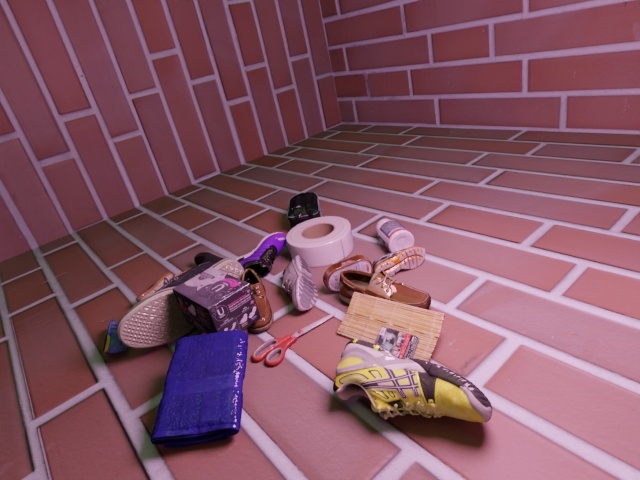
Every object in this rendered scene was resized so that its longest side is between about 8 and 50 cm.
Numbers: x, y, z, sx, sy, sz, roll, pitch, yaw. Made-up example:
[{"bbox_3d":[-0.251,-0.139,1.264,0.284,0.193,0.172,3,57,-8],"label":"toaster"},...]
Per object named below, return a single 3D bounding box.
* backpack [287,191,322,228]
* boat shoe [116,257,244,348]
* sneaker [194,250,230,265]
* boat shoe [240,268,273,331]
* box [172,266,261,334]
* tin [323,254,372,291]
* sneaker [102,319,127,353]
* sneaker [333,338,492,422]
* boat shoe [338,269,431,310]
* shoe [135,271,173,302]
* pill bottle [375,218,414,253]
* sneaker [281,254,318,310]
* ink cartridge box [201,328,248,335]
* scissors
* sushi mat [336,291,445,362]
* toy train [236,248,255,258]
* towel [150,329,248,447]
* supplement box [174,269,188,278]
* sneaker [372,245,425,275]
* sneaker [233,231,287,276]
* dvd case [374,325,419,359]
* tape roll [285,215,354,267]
[{"bbox_3d":[-0.074,-0.143,2.064,0.165,0.144,0.189,-11,49,7],"label":"backpack"},{"bbox_3d":[-0.500,0.216,1.536,0.155,0.187,0.500,0,27,43],"label":"boat shoe"},{"bbox_3d":[-0.493,0.111,1.838,0.221,0.083,0.118,6,32,32],"label":"sneaker"},{"bbox_3d":[-0.244,0.206,1.510,0.110,0.105,0.307,-18,27,-11],"label":"boat shoe"},{"bbox_3d":[-0.340,0.202,1.384,0.163,0.142,0.247,-32,31,-34],"label":"box"},{"bbox_3d":[0.101,0.120,1.523,0.189,0.106,0.040,-21,35,-14],"label":"tin"},{"bbox_3d":[-0.727,0.348,1.519,0.082,0.069,0.209,12,6,-26],"label":"sneaker"},{"bbox_3d":[0.204,0.362,1.001,0.384,0.145,0.147,6,53,39],"label":"sneaker"},{"bbox_3d":[0.192,0.164,1.375,0.323,0.120,0.122,6,32,33],"label":"boat shoe"},{"bbox_3d":[-0.686,0.208,1.781,0.076,0.058,0.219,-35,10,30],"label":"shoe"},{"bbox_3d":[0.293,-0.022,1.708,0.107,0.108,0.180,-17,27,-8],"label":"pill bottle"},{"bbox_3d":[-0.086,0.174,1.547,0.115,0.105,0.281,-40,24,15],"label":"sneaker"},{"bbox_3d":[-0.328,0.324,1.366,0.104,0.060,0.180,1,29,26],"label":"ink cartridge box"},{"bbox_3d":[-0.085,0.298,1.349,0.108,0.021,0.297,12,38,44],"label":"scissors"},{"bbox_3d":[0.201,0.250,1.250,0.316,0.019,0.152,10,61,39],"label":"sushi mat"},{"bbox_3d":[-0.313,0.066,1.886,0.125,0.046,0.166,5,32,31],"label":"toy train"},{"bbox_3d":[-0.312,0.394,1.152,0.227,0.076,0.308,-8,41,3],"label":"towel"},{"bbox_3d":[-0.593,0.172,1.817,0.062,0.036,0.098,-17,27,-6],"label":"supplement box"},{"bbox_3d":[0.287,0.069,1.565,0.214,0.084,0.083,-19,22,-9],"label":"sneaker"},{"bbox_3d":[-0.231,0.082,1.761,0.293,0.102,0.146,-38,39,-23],"label":"sneaker"},{"bbox_3d":[0.208,0.295,1.185,0.119,0.013,0.087,10,64,38],"label":"dvd case"},{"bbox_3d":[0.000,0.000,1.812,0.285,0.100,0.286,-10,26,5],"label":"tape roll"}]
